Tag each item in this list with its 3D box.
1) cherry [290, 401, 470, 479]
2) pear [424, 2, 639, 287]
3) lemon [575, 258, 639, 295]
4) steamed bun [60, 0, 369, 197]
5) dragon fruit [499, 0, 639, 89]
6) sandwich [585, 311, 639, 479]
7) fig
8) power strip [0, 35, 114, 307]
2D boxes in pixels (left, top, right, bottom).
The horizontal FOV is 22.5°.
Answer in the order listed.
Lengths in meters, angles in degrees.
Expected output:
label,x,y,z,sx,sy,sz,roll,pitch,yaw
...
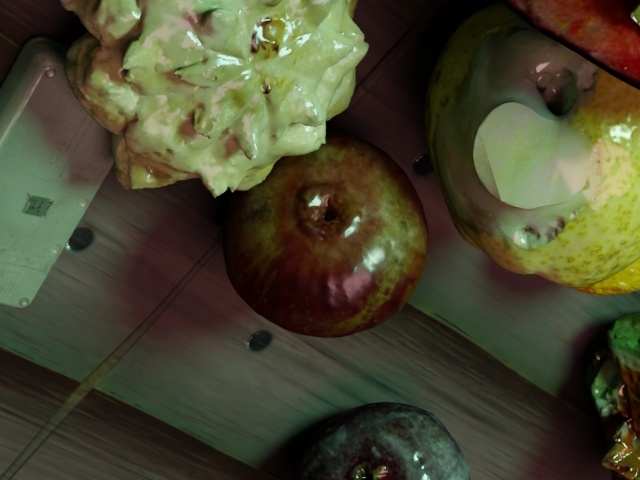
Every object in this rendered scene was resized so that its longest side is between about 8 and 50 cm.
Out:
label,x,y,z,sx,sy,sz,roll,pitch,yaw
cherry,0.067,0.268,1.726,0.195,0.195,0.195,-14,129,-18
pear,0.218,-0.092,1.465,0.271,0.271,0.271,-14,129,-18
lemon,0.301,-0.013,1.655,0.187,0.142,0.142,-26,132,1
steamed bun,-0.068,-0.154,1.330,0.292,0.137,0.295,32,93,-45
dragon fruit,0.243,-0.224,1.324,0.282,0.343,0.100,1,130,-29
sandwich,0.396,0.228,1.875,0.250,0.162,0.301,2,94,-43
fig,0.001,0.000,1.492,0.205,0.205,0.205,-14,129,-18
power strip,-0.255,-0.052,1.401,0.118,0.046,0.270,18,113,-40
